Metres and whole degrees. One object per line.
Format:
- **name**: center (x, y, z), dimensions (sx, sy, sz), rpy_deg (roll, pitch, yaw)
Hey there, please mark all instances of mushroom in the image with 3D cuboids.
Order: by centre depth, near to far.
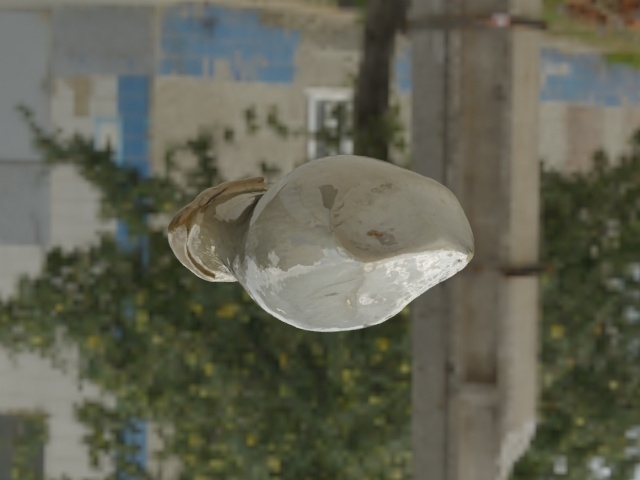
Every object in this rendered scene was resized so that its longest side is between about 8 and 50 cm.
- **mushroom**: center (-0.001, -0.002, 0.923), dimensions (0.097, 0.088, 0.212), rpy_deg (-46, -160, -19)
